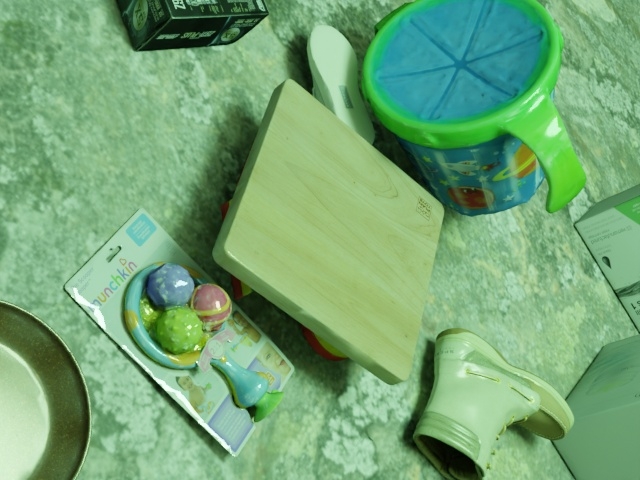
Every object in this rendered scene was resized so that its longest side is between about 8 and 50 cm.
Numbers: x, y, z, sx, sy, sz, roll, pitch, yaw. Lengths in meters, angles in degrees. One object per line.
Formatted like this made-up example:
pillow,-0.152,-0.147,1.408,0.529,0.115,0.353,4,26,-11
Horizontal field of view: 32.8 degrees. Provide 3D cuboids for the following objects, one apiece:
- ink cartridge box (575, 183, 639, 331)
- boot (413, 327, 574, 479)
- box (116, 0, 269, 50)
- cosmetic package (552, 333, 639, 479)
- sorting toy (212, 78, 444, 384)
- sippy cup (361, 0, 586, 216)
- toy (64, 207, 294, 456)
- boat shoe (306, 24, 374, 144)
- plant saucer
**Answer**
ink cartridge box,0.510,0.025,1.613,0.092,0.160,0.219,-36,95,-45
boot,0.207,0.224,1.298,0.213,0.077,0.165,36,49,-18
box,-0.161,-0.312,1.217,0.147,0.077,0.180,-16,81,-46
cosmetic package,0.455,0.215,1.423,0.138,0.224,0.224,57,44,-6
sorting toy,0.000,0.000,1.201,0.257,0.089,0.256,38,47,-24
sippy cup,0.189,-0.155,1.340,0.224,0.240,0.306,64,21,-52
toy,-0.121,0.083,1.077,0.237,0.056,0.137,50,44,-13
boat shoe,0.017,-0.175,1.326,0.066,0.063,0.184,-7,67,-33
plant saucer,-0.287,0.146,0.907,0.198,0.036,0.199,21,57,-35
